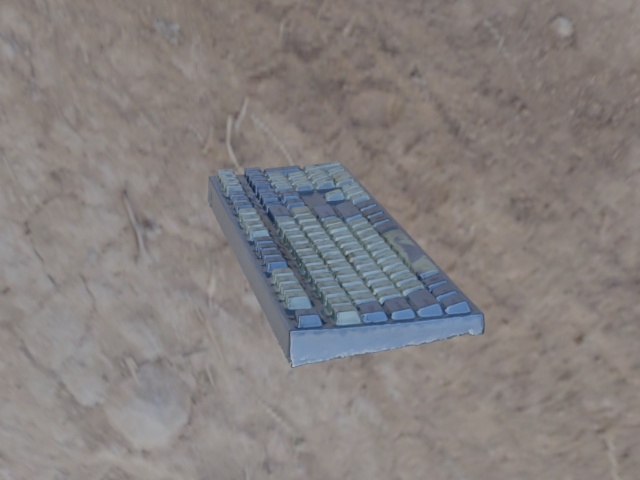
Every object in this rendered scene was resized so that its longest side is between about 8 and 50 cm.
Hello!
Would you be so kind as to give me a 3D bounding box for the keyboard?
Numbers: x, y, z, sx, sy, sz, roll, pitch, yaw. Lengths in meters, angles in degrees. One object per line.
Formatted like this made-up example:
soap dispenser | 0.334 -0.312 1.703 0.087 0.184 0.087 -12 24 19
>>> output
keyboard | 0.000 0.001 0.451 0.055 0.176 0.014 -5 107 -10
